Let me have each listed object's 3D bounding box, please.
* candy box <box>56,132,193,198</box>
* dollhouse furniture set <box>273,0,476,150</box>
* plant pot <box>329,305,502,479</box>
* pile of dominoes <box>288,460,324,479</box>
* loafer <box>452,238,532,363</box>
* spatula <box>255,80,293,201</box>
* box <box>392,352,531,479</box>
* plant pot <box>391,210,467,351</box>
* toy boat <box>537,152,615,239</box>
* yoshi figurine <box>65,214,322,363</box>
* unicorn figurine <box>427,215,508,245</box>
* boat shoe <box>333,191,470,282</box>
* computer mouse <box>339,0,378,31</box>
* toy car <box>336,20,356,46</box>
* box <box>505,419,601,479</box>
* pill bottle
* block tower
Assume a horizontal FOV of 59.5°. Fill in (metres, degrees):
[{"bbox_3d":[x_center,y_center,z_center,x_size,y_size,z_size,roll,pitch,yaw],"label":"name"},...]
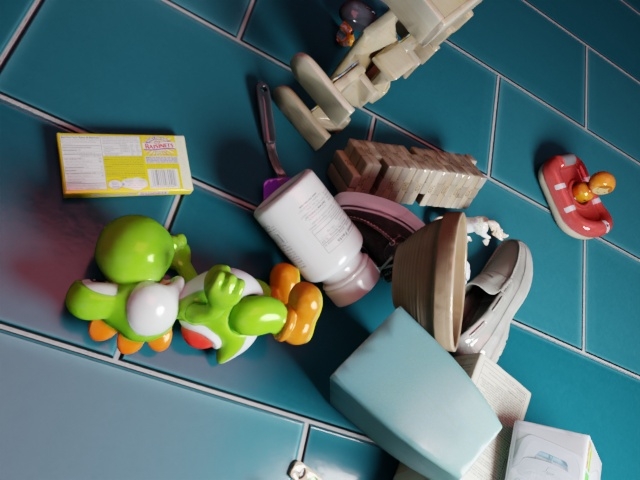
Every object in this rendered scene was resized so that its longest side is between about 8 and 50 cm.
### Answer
[{"bbox_3d":[-0.321,-0.125,0.928,0.205,0.027,0.105,-5,72,-30],"label":"candy box"},{"bbox_3d":[0.090,-0.421,1.019,0.362,0.394,0.256,-42,94,-21],"label":"dollhouse furniture set"},{"bbox_3d":[0.156,0.265,0.901,0.234,0.165,0.165,39,67,21],"label":"plant pot"},{"bbox_3d":[0.000,0.492,0.877,0.251,0.040,0.196,41,58,-10],"label":"pile of dominoes"},{"bbox_3d":[0.353,0.113,1.165,0.111,0.112,0.320,42,58,-20],"label":"loafer"},{"bbox_3d":[-0.089,-0.168,1.068,0.084,0.030,0.297,-6,76,-28],"label":"spatula"},{"bbox_3d":[0.250,0.375,1.008,0.148,0.121,0.311,41,58,-11],"label":"box"},{"bbox_3d":[0.187,0.067,0.964,0.109,0.237,0.238,2,64,19],"label":"plant pot"},{"bbox_3d":[0.661,-0.122,1.394,0.150,0.151,0.231,-15,80,-32],"label":"toy boat"},{"bbox_3d":[-0.187,0.055,0.854,0.361,0.204,0.203,6,54,-24],"label":"yoshi figurine"},{"bbox_3d":[0.309,-0.026,1.202,0.111,0.161,0.060,34,50,-46],"label":"unicorn figurine"},{"bbox_3d":[0.156,0.027,1.080,0.335,0.121,0.119,30,61,-17],"label":"boat shoe"},{"bbox_3d":[0.141,-0.520,1.302,0.242,0.041,0.071,-13,70,-39],"label":"computer mouse"},{"bbox_3d":[0.075,-0.421,1.237,0.040,0.060,0.122,-35,84,-2],"label":"toy car"},{"bbox_3d":[0.405,0.470,0.984,0.262,0.126,0.231,48,53,-48],"label":"box"},{"bbox_3d":[0.000,0.000,0.994,0.229,0.131,0.131,52,57,-12],"label":"pill bottle"},{"bbox_3d":[0.188,-0.133,1.155,0.335,0.091,0.097,0,42,-29],"label":"block tower"}]
